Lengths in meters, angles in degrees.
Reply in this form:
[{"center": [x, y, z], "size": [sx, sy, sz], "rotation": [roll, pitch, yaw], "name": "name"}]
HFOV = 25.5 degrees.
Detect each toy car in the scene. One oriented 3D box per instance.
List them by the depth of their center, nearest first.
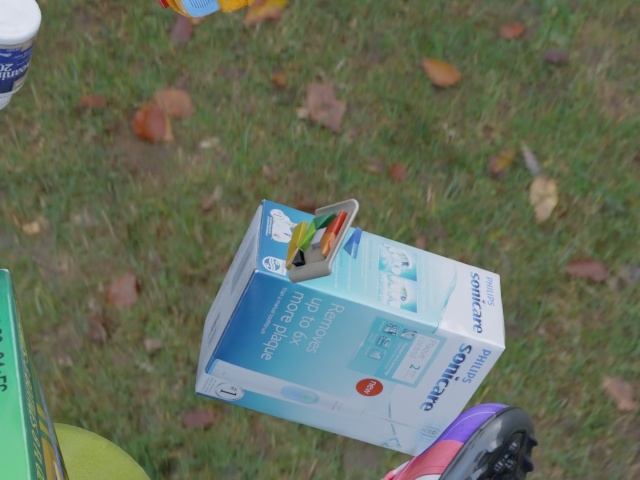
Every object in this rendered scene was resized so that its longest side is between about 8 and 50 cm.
[{"center": [-0.068, -0.145, 0.652], "size": [0.040, 0.122, 0.060], "rotation": [-40, 63, -12], "name": "toy car"}]

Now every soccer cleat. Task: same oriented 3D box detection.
[{"center": [0.036, 0.223, 0.995], "size": [0.109, 0.318, 0.116], "rotation": [0, 36, -48], "name": "soccer cleat"}]

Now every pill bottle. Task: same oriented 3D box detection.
[{"center": [-0.297, -0.172, 1.291], "size": [0.067, 0.120, 0.067], "rotation": [11, 55, -16], "name": "pill bottle"}]

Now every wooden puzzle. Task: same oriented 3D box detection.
[{"center": [0.000, 0.000, 1.227], "size": [0.014, 0.116, 0.078], "rotation": [32, 59, -25], "name": "wooden puzzle"}]

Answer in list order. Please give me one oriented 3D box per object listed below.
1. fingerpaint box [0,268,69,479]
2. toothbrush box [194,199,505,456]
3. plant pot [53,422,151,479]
[{"center": [-0.187, 0.305, 0.775], "size": [0.163, 0.371, 0.444], "rotation": [-11, 44, -8], "name": "fingerpaint box"}, {"center": [0.032, 0.107, 1.615], "size": [0.296, 0.216, 0.126], "rotation": [18, 41, -13], "name": "toothbrush box"}, {"center": [-0.302, 0.322, 1.317], "size": [0.275, 0.293, 0.274], "rotation": [0, 89, 7], "name": "plant pot"}]
